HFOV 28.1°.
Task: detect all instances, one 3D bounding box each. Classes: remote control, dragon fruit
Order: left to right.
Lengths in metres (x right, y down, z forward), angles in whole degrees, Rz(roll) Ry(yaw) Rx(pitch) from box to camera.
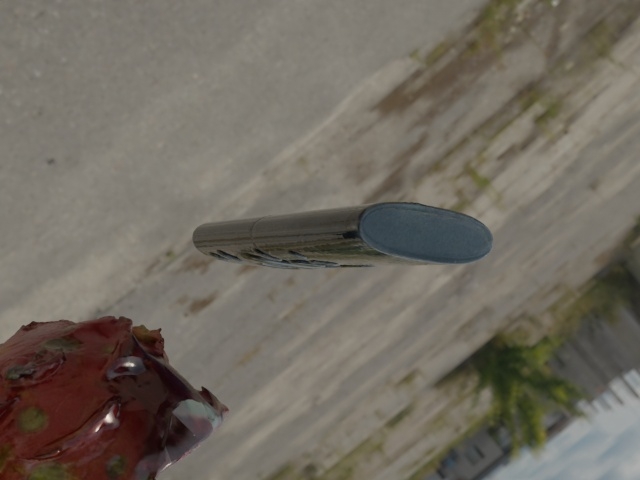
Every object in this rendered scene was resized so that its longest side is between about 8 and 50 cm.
[{"bbox_3d":[-0.177,0.120,1.004,0.126,0.161,0.274,-34,179,20],"label":"dragon fruit"},{"bbox_3d":[0.000,0.000,1.041,0.107,0.044,0.377,14,173,-22],"label":"remote control"}]
